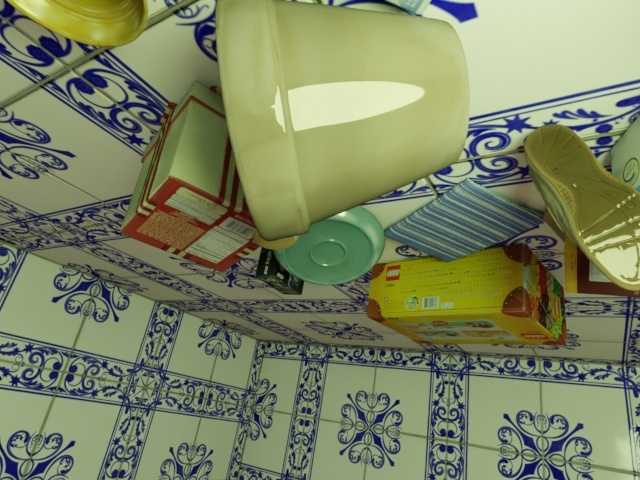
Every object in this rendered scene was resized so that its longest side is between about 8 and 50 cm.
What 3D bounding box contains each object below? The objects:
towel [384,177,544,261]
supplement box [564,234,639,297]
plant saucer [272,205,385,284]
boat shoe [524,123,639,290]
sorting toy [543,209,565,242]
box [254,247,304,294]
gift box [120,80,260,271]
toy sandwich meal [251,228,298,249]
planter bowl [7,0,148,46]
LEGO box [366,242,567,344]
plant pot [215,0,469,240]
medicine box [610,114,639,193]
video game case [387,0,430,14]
[{"bbox_3d":[0.345,-0.040,1.077,0.243,0.040,0.336,20,153,-19],"label":"towel"},{"bbox_3d":[0.572,-0.008,0.792,0.194,0.191,0.129,2,138,32],"label":"supplement box"},{"bbox_3d":[0.021,0.024,1.168,0.317,0.044,0.317,1,132,1],"label":"plant saucer"},{"bbox_3d":[0.435,-0.053,0.693,0.109,0.302,0.098,-27,151,11],"label":"boat shoe"},{"bbox_3d":[0.684,-0.044,0.918,0.307,0.041,0.229,-15,143,43],"label":"sorting toy"},{"bbox_3d":[-0.122,0.082,1.396,0.077,0.147,0.180,-2,153,28],"label":"box"},{"bbox_3d":[-0.190,-0.124,0.815,0.276,0.258,0.255,-28,137,35],"label":"gift box"},{"bbox_3d":[-0.077,-0.012,0.722,0.085,0.029,0.085,-2,147,-1],"label":"toy sandwich meal"},{"bbox_3d":[-0.310,-0.359,0.523,0.217,0.090,0.217,9,158,4],"label":"planter bowl"},{"bbox_3d":[0.462,0.199,1.365,0.500,0.193,0.372,-11,149,41],"label":"LEGO box"},{"bbox_3d":[0.036,-0.176,0.584,0.280,0.323,0.323,-8,156,2],"label":"plant pot"},{"bbox_3d":[0.624,-0.134,0.584,0.289,0.149,0.263,7,157,9],"label":"medicine box"},{"bbox_3d":[0.044,-0.392,0.369,0.300,0.036,0.329,16,157,-13],"label":"video game case"}]
